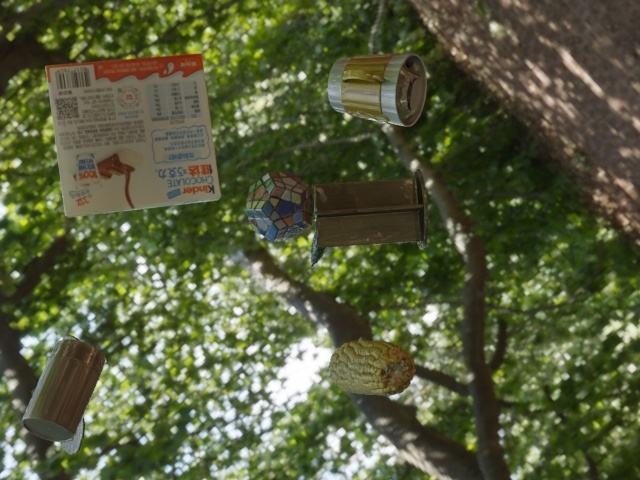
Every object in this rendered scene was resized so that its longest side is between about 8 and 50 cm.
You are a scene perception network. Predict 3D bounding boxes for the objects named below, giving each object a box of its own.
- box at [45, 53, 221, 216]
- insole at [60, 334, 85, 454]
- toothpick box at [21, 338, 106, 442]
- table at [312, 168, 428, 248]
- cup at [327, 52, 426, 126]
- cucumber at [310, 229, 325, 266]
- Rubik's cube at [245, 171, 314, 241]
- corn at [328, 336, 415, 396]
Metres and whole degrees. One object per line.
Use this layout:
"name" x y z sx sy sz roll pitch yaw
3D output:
"box" -0.326 -0.185 1.443 0.048 0.274 0.264 170 93 -77
"insole" -0.689 0.426 2.254 0.119 0.348 0.009 13 -165 27
"toothpick box" -0.511 0.299 1.644 0.111 0.111 0.180 46 -138 -35
"table" 0.098 -0.057 1.702 0.167 0.227 0.167 176 90 -89
"cup" 0.135 -0.401 2.113 0.226 0.185 0.241 11 179 31
"cucumber" 0.000 0.000 1.829 0.037 0.037 0.155 51 140 30
"Rubik's cube" -0.061 -0.052 1.256 0.111 0.093 0.111 14 -151 -8
"corn" 0.091 0.220 1.419 0.106 0.106 0.293 48 164 -6
